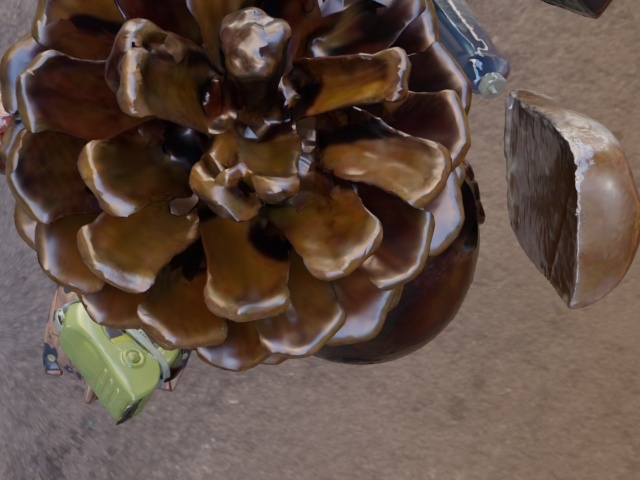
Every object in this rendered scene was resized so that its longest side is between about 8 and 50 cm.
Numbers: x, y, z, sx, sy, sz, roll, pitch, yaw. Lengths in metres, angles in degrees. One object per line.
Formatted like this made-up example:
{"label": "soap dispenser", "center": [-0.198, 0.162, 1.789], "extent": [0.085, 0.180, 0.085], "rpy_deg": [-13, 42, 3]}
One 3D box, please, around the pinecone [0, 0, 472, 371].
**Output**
{"label": "pinecone", "center": [-0.043, -0.083, 0.688], "extent": [0.385, 0.384, 0.384], "rpy_deg": [2, 84, -20]}

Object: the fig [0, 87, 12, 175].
{"label": "fig", "center": [-0.510, -0.178, 1.660], "extent": [0.202, 0.149, 0.148], "rpy_deg": [28, 49, -32]}

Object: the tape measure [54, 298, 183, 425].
{"label": "tape measure", "center": [-0.259, 0.137, 1.282], "extent": [0.177, 0.087, 0.154], "rpy_deg": [49, 42, 14]}

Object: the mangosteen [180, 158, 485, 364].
{"label": "mangosteen", "center": [0.018, -0.004, 1.003], "extent": [0.311, 0.311, 0.311], "rpy_deg": [2, 84, -20]}

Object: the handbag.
{"label": "handbag", "center": [-0.347, 0.169, 1.713], "extent": [0.252, 0.190, 0.193], "rpy_deg": [2, 110, -49]}

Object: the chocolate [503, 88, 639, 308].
{"label": "chocolate", "center": [0.233, -0.050, 0.889], "extent": [0.080, 0.254, 0.156], "rpy_deg": [-6, 107, 0]}

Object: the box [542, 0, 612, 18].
{"label": "box", "center": [0.160, -0.355, 1.074], "extent": [0.211, 0.350, 0.058], "rpy_deg": [29, 97, -41]}

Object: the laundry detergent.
{"label": "laundry detergent", "center": [0.185, -0.253, 1.256], "extent": [0.097, 0.061, 0.206], "rpy_deg": [18, 35, -43]}
